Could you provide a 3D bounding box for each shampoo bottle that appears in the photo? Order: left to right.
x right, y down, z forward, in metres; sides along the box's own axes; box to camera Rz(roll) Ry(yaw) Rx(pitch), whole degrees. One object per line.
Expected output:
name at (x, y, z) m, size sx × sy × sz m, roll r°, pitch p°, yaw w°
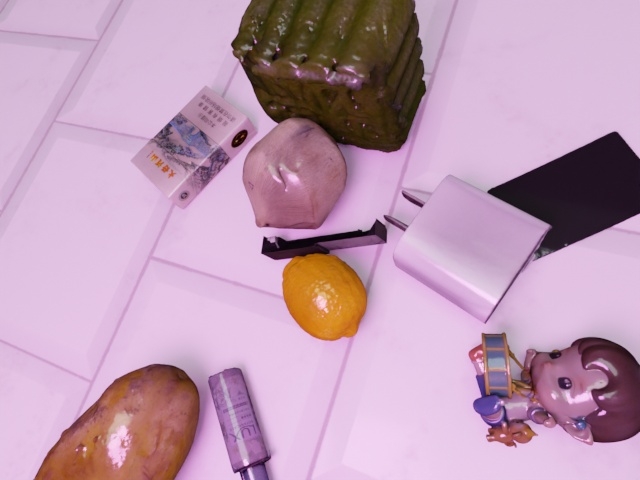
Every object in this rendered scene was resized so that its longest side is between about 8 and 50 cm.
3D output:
shampoo bottle at (-0.140, 0.337, 0.764) m, size 0.072 × 0.072 × 0.214 m, roll -26°, pitch 66°, yaw 4°

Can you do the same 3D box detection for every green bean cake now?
green bean cake at (0.028, -0.314, 0.831) m, size 0.335 × 0.319 × 0.218 m, roll 20°, pitch 79°, yaw 25°

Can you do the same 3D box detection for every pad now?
pad at (0.465, -0.082, 0.792) m, size 0.265 × 0.009 × 0.160 m, roll -25°, pitch 68°, yaw 5°

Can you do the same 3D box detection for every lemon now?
lemon at (0.004, 0.096, 0.777) m, size 0.142 × 0.142 × 0.187 m, roll -45°, pitch 63°, yaw -4°

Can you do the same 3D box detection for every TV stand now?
TV stand at (0.000, 0.000, 0.819) m, size 0.256 × 0.049 × 0.040 m, roll -8°, pitch 66°, yaw 34°

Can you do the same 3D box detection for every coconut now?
coconut at (-0.056, -0.116, 0.835) m, size 0.224 × 0.224 × 0.224 m, roll -5°, pitch 69°, yaw 13°

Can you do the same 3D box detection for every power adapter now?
power adapter at (0.232, -0.004, 0.760) m, size 0.255 × 0.124 × 0.187 m, roll 35°, pitch 82°, yaw 24°

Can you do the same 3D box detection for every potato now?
potato at (-0.318, 0.336, 0.735) m, size 0.229 × 0.229 × 0.266 m, roll 22°, pitch 74°, yaw 21°

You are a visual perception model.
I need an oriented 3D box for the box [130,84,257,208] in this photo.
box at (-0.296, -0.222, 1.014) m, size 0.164 × 0.069 × 0.256 m, roll 40°, pitch 84°, yaw 24°

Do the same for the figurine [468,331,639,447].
figurine at (0.361, 0.209, 0.627) m, size 0.275 × 0.158 × 0.161 m, roll -5°, pitch 29°, yaw 15°
